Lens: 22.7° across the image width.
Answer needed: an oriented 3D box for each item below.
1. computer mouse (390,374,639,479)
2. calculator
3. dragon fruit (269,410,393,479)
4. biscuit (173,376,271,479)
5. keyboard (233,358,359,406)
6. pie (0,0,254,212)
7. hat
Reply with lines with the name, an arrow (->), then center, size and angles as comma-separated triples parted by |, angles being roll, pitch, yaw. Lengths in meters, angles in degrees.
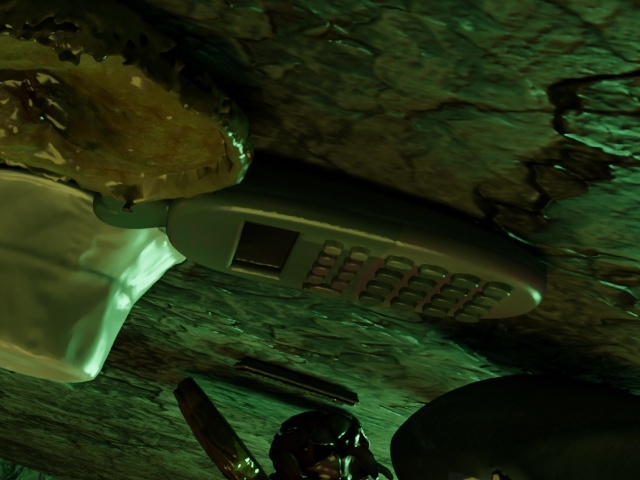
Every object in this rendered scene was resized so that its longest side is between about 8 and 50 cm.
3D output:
computer mouse -> 0.223, 0.177, 1.327 | 0.374, 0.114, 0.203 | 17, 165, -39
calculator -> 0.000, 0.000, 1.033 | 0.298, 0.041, 0.185 | 14, 165, -3
dragon fruit -> 0.000, 0.251, 1.816 | 0.130, 0.121, 0.142 | -16, 164, -47
biscuit -> -0.099, 0.255, 1.840 | 0.208, 0.041, 0.290 | 51, 174, 12
keyboard -> -0.026, 0.149, 1.655 | 0.129, 0.015, 0.049 | 19, 165, -16
pie -> -0.164, -0.082, 0.865 | 0.274, 0.055, 0.274 | 14, 166, 4
hat -> -0.207, 0.035, 1.200 | 0.203, 0.126, 0.203 | 13, 165, 4
